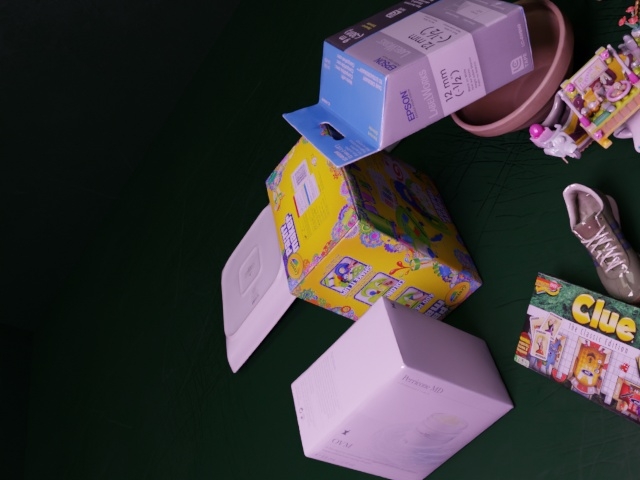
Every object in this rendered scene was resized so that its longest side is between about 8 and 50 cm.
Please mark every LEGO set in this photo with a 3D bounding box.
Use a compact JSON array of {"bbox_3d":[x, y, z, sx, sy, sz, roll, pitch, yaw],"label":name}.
[{"bbox_3d":[0.395,-0.244,1.005,0.287,0.107,0.132,-54,25,-5],"label":"LEGO set"}]

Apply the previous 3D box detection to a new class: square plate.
[{"bbox_3d":[-0.146,0.075,1.739,0.347,0.049,0.344,-52,30,29],"label":"square plate"}]

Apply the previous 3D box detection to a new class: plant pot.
[{"bbox_3d":[0.334,-0.268,1.226,0.237,0.109,0.237,-36,41,40],"label":"plant pot"}]

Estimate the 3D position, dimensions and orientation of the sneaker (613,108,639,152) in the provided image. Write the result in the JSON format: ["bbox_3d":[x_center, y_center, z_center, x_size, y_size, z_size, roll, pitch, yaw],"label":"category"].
[{"bbox_3d":[0.468,-0.137,0.979,0.094,0.080,0.212,-61,21,16],"label":"sneaker"}]

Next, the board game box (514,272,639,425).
[{"bbox_3d":[0.364,0.139,0.956,0.259,0.030,0.136,24,100,59],"label":"board game box"}]

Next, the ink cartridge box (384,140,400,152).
[{"bbox_3d":[0.111,-0.232,1.599,0.179,0.045,0.145,-43,37,28],"label":"ink cartridge box"}]

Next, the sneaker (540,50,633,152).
[{"bbox_3d":[0.405,-0.217,1.108,0.185,0.083,0.069,-56,32,16],"label":"sneaker"}]

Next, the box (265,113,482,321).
[{"bbox_3d":[0.083,-0.019,1.270,0.177,0.279,0.290,-47,35,27],"label":"box"}]

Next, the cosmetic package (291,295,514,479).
[{"bbox_3d":[0.118,0.231,1.100,0.225,0.224,0.138,-49,34,26],"label":"cosmetic package"}]

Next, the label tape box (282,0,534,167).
[{"bbox_3d":[0.118,-0.274,1.177,0.347,0.115,0.249,-27,33,-9],"label":"label tape box"}]

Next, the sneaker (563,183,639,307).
[{"bbox_3d":[0.376,0.001,1.000,0.064,0.086,0.192,-40,40,36],"label":"sneaker"}]
